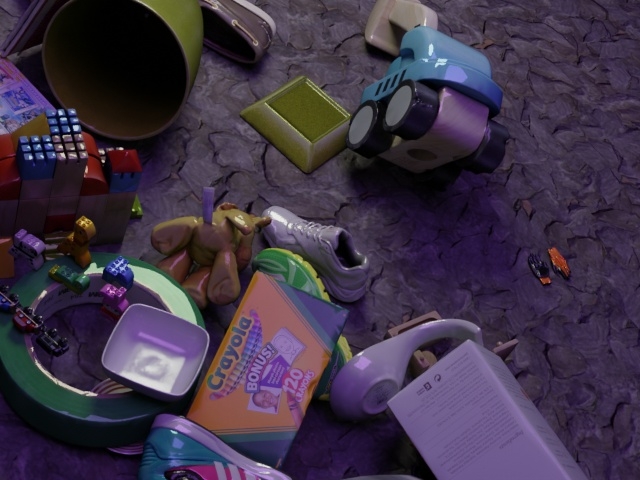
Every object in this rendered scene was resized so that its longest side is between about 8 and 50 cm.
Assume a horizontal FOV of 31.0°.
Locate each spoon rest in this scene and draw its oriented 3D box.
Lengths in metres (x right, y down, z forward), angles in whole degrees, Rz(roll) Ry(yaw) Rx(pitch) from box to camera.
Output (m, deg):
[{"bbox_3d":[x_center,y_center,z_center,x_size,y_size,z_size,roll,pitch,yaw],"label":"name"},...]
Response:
[{"bbox_3d":[0.132,0.205,1.899,0.276,0.137,0.084,-25,40,-17],"label":"spoon rest"}]

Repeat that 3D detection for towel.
[{"bbox_3d":[-0.427,-0.457,2.132,0.037,0.237,0.329,52,44,1],"label":"towel"}]

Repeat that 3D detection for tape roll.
[{"bbox_3d":[-0.341,0.163,1.795,0.321,0.077,0.321,9,48,-10],"label":"tape roll"}]

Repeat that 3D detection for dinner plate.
[{"bbox_3d":[-0.295,0.270,1.780,0.141,0.017,0.141,11,48,-12],"label":"dinner plate"}]

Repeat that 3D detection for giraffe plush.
[{"bbox_3d":[-0.175,0.004,1.962,0.181,0.210,0.170,24,14,14],"label":"giraffe plush"}]

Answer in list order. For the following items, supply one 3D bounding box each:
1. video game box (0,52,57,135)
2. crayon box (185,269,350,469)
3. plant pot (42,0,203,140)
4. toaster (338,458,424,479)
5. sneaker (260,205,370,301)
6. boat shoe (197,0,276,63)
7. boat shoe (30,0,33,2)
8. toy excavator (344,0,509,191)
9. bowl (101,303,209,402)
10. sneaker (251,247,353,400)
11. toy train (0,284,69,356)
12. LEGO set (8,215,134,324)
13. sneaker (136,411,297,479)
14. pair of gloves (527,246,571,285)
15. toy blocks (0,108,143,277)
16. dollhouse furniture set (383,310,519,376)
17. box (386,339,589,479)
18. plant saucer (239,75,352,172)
[{"bbox_3d":[-0.593,-0.238,2.043,0.187,0.048,0.205,-33,70,-35],"label":"video game box"},{"bbox_3d":[-0.085,0.207,1.805,0.165,0.081,0.279,24,72,2],"label":"crayon box"},{"bbox_3d":[-0.327,-0.370,2.139,0.274,0.275,0.293,26,32,-1],"label":"plant pot"},{"bbox_3d":[0.095,0.429,1.707,0.168,0.110,0.186,0,88,-23],"label":"toaster"},{"bbox_3d":[0.000,0.000,2.046,0.232,0.115,0.090,35,49,7],"label":"sneaker"},{"bbox_3d":[-0.248,-0.459,2.312,0.324,0.117,0.097,28,45,-7],"label":"boat shoe"},{"bbox_3d":[-0.552,-0.552,2.270,0.109,0.098,0.302,-13,60,-30],"label":"boat shoe"},{"bbox_3d":[0.204,-0.337,2.281,0.222,0.433,0.445,23,71,-23],"label":"toy excavator"},{"bbox_3d":[-0.247,0.175,1.728,0.142,0.053,0.142,21,47,0],"label":"bowl"},{"bbox_3d":[-0.046,0.134,1.928,0.123,0.109,0.296,-11,59,-33],"label":"sneaker"},{"bbox_3d":[-0.440,0.120,1.730,0.158,0.027,0.036,39,60,15],"label":"toy train"},{"bbox_3d":[-0.366,0.025,1.791,0.227,0.093,0.087,31,47,9],"label":"LEGO set"},{"bbox_3d":[-0.146,0.395,1.679,0.295,0.124,0.178,31,58,-10],"label":"sneaker"},{"bbox_3d":[0.447,0.051,2.255,0.083,0.010,0.074,-13,61,-26],"label":"pair of gloves"},{"bbox_3d":[-0.444,-0.097,1.850,0.381,0.261,0.191,-5,56,-26],"label":"toy blocks"},{"bbox_3d":[0.223,0.172,1.995,0.144,0.123,0.151,-19,63,-33],"label":"dollhouse furniture set"},{"bbox_3d":[0.288,0.350,1.791,0.345,0.168,0.215,55,10,23],"label":"box"},{"bbox_3d":[-0.029,-0.243,2.272,0.188,0.045,0.188,42,50,12],"label":"plant saucer"}]
